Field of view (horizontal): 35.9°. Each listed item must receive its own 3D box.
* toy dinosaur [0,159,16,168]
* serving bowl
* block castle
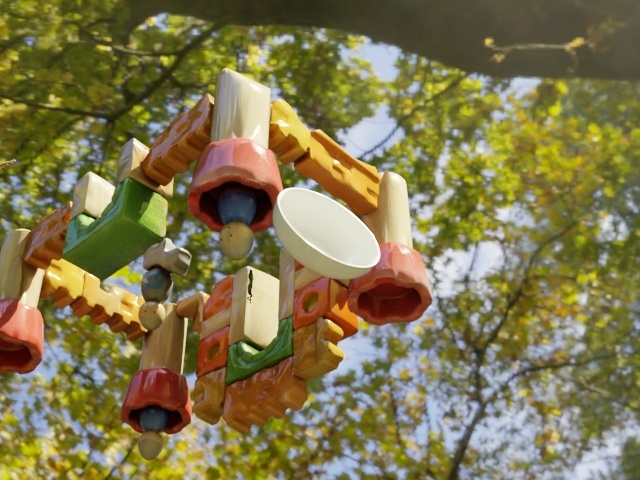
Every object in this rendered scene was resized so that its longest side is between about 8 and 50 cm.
[{"bbox_3d":[-0.374,-0.057,0.816,0.211,0.112,0.064,-7,-57,-31],"label":"toy dinosaur"},{"bbox_3d":[0.000,0.000,0.691,0.083,0.083,0.027,8,-54,-42],"label":"serving bowl"},{"bbox_3d":[-0.134,0.058,1.051,0.303,0.453,0.213,33,-138,-36],"label":"block castle"}]
